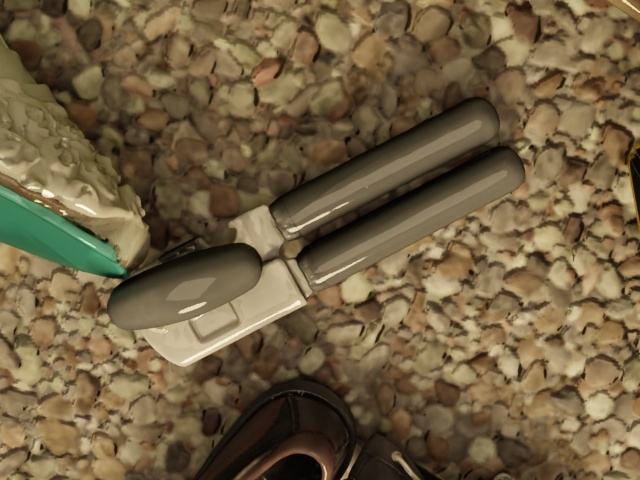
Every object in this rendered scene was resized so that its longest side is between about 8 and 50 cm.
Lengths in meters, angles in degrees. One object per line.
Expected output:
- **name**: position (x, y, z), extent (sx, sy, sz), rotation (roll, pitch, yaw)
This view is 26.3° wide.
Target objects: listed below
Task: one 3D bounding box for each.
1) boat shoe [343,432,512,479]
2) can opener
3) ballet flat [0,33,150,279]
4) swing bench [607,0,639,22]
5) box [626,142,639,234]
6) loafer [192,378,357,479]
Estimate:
- **boat shoe**: position (0.115, 0.187, 0.929), extent (0.206, 0.075, 0.065), rotation (19, 78, -10)
- **can opener**: position (0.000, 0.000, 0.886), extent (0.280, 0.093, 0.074), rotation (-27, 100, 2)
- **ballet flat**: position (-0.283, -0.108, 0.848), extent (0.409, 0.147, 0.147), rotation (21, 102, -4)
- **swing bench**: position (0.285, -0.215, 0.787), extent (0.255, 0.165, 0.253), rotation (28, 101, -31)
- **box**: position (0.336, 0.044, 0.819), extent (0.257, 0.079, 0.322), rotation (-19, 131, 4)
- **loafer**: position (-0.080, 0.231, 0.929), extent (0.109, 0.095, 0.302), rotation (32, 101, -6)
